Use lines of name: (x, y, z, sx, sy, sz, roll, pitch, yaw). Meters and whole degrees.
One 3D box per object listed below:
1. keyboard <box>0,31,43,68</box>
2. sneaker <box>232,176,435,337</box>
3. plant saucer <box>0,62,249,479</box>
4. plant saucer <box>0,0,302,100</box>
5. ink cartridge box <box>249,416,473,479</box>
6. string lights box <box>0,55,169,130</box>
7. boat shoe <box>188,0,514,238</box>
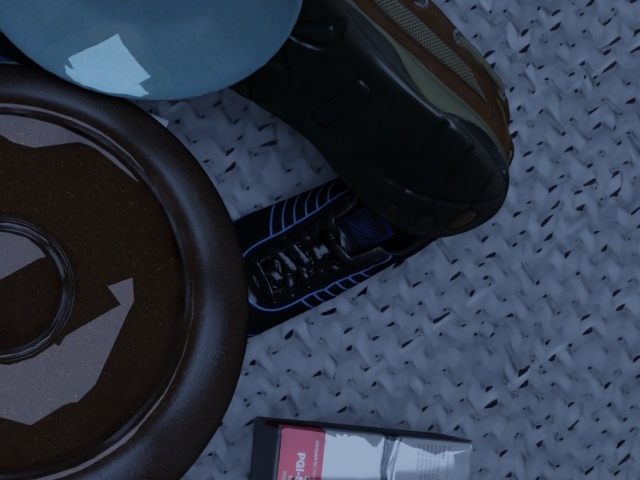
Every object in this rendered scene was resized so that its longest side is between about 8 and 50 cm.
keyboard: (-0.250, 0.023, 1.152, 0.201, 0.033, 0.317, 35, 82, -2)
sneaker: (0.000, 0.000, 1.175, 0.232, 0.090, 0.081, -31, 94, -12)
plant saucer: (-0.193, 0.033, 1.022, 0.310, 0.050, 0.311, 3, 76, -11)
plant saucer: (-0.104, -0.166, 0.988, 0.195, 0.195, 0.037, 16, 45, -11)
ink cartridge box: (0.026, 0.156, 1.169, 0.135, 0.099, 0.056, 7, 86, -11)
string lights box: (-0.243, -0.059, 1.107, 0.259, 0.077, 0.133, 20, 80, -5)
boat shoe: (0.004, -0.143, 1.087, 0.324, 0.122, 0.120, 47, 40, -18)
